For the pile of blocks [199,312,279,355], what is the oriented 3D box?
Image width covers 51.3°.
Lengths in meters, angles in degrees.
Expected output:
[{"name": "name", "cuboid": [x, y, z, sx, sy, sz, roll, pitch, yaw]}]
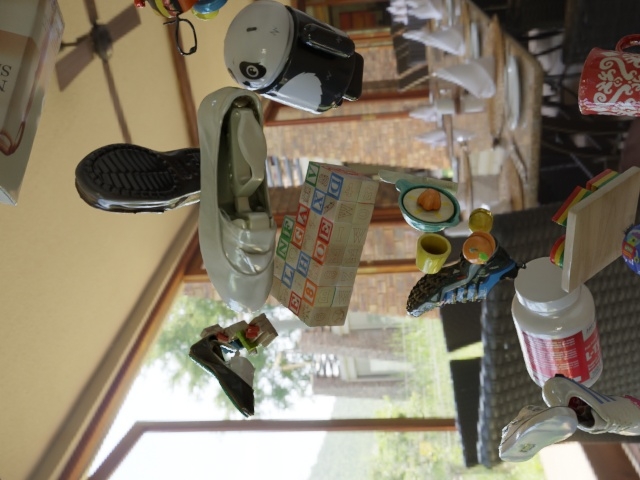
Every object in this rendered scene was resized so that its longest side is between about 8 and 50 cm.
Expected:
[{"name": "pile of blocks", "cuboid": [-0.328, 0.379, 2.520, 0.113, 0.362, 0.149, -16, -91, -52]}]

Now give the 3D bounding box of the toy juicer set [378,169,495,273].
[{"name": "toy juicer set", "cuboid": [0.268, -0.075, 1.443, 0.329, 0.209, 0.089, -106, 17, -44]}]

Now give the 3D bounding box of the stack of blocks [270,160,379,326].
[{"name": "stack of blocks", "cuboid": [0.000, 0.000, 1.314, 0.171, 0.087, 0.297, 33, 115, 51]}]

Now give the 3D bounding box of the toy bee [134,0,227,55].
[{"name": "toy bee", "cuboid": [-0.253, -0.462, 1.169, 0.298, 0.162, 0.195, -57, -31, -47]}]

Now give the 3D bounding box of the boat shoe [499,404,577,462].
[{"name": "boat shoe", "cuboid": [0.455, 0.395, 1.429, 0.258, 0.095, 0.084, 120, 163, -50]}]

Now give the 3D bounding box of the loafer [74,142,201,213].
[{"name": "loafer", "cuboid": [-0.325, -0.096, 1.282, 0.133, 0.130, 0.366, 55, -153, 14]}]

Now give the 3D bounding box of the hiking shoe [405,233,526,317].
[{"name": "hiking shoe", "cuboid": [0.339, 0.117, 1.617, 0.132, 0.304, 0.113, 40, -145, -15]}]

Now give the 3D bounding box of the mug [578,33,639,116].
[{"name": "mug", "cuboid": [0.533, -0.272, 1.095, 0.113, 0.169, 0.150, 3, -79, -53]}]

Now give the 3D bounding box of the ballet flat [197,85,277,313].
[{"name": "ballet flat", "cuboid": [-0.135, -0.071, 1.140, 0.139, 0.139, 0.400, -4, -92, -83]}]

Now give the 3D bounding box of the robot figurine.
[{"name": "robot figurine", "cuboid": [-0.047, -0.338, 1.259, 0.209, 0.278, 0.173, -53, 43, 29]}]

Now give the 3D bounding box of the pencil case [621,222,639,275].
[{"name": "pencil case", "cuboid": [0.748, 0.061, 1.360, 0.306, 0.119, 0.133, -113, 32, -62]}]

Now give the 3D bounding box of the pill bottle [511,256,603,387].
[{"name": "pill bottle", "cuboid": [0.693, 0.248, 1.958, 0.229, 0.229, 0.407, -86, -24, -48]}]

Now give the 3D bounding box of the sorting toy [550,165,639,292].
[{"name": "sorting toy", "cuboid": [0.688, -0.039, 1.698, 0.089, 0.255, 0.257, 36, 147, 44]}]

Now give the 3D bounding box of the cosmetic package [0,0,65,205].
[{"name": "cosmetic package", "cuboid": [-0.467, -0.214, 0.910, 0.129, 0.153, 0.296, 129, 149, -74]}]

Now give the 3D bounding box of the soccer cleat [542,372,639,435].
[{"name": "soccer cleat", "cuboid": [0.729, 0.457, 1.721, 0.143, 0.331, 0.116, -82, 12, -64]}]

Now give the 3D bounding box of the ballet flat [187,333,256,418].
[{"name": "ballet flat", "cuboid": [-0.218, 0.302, 1.572, 0.280, 0.096, 0.095, 33, 164, 43]}]
